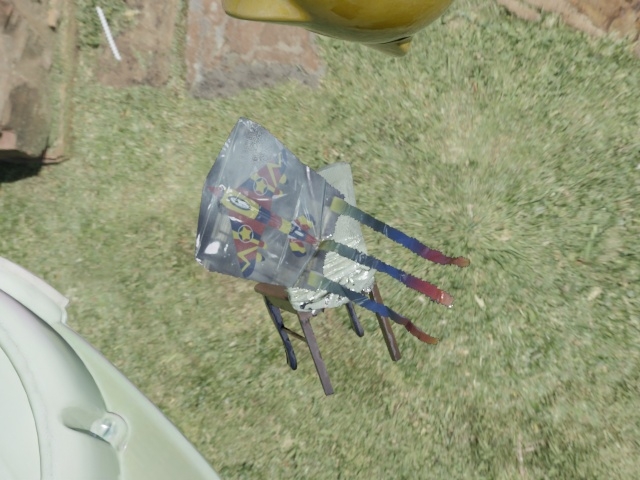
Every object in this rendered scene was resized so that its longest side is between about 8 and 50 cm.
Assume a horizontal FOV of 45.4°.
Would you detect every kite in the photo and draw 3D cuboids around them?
[{"bbox_3d":[-0.001,0.000,0.632,0.245,0.015,0.141,25,110,19],"label":"kite"}]

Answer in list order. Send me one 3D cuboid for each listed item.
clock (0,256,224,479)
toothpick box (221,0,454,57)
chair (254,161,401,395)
[{"bbox_3d":[-0.203,0.127,0.333,0.265,0.108,0.324,-40,72,-13],"label":"clock"},{"bbox_3d":[0.057,-0.506,1.126,0.409,0.409,0.425,25,113,10],"label":"toothpick box"},{"bbox_3d":[-0.009,0.048,1.155,0.160,0.186,0.319,-24,105,-18],"label":"chair"}]
